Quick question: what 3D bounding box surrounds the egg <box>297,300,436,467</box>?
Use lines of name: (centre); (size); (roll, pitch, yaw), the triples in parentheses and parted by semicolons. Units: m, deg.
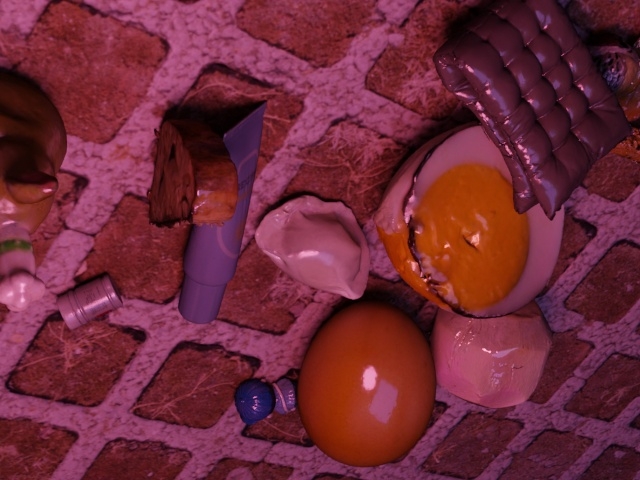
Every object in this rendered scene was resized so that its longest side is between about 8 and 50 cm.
egg: (0.085, 0.256, 2.034); (0.250, 0.250, 0.322); (-5, 121, -23)

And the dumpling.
dumpling: (0.000, 0.000, 1.871); (0.229, 0.124, 0.151); (28, 74, -32)

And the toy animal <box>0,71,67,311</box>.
toy animal: (-0.417, -0.082, 1.431); (0.180, 0.363, 0.181); (11, 120, -16)

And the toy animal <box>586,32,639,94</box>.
toy animal: (0.460, -0.278, 1.864); (0.137, 0.098, 0.098); (-47, 136, -9)

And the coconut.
coconut: (0.308, 0.206, 2.127); (0.227, 0.227, 0.230); (1, 117, -27)

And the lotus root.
lotus root: (-0.195, -0.092, 1.647); (0.074, 0.261, 0.170); (-5, 98, -24)

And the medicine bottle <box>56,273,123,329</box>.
medicine bottle: (-0.367, 0.098, 1.802); (0.091, 0.058, 0.058); (-25, 135, -5)

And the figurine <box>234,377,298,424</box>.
figurine: (-0.089, 0.297, 2.107); (0.149, 0.087, 0.086); (-4, 92, -25)

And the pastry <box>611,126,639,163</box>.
pastry: (0.550, -0.175, 2.021); (0.140, 0.080, 0.056); (15, 79, -40)

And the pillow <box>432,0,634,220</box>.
pillow: (0.332, -0.221, 1.751); (0.228, 0.101, 0.326); (-44, 116, -19)

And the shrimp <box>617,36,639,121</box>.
shrimp: (0.556, -0.291, 1.935); (0.115, 0.051, 0.217); (-2, 130, -30)

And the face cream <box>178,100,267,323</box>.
face cream: (-0.156, -0.032, 1.773); (0.135, 0.086, 0.385); (-48, 160, -52)

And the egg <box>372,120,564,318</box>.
egg: (0.226, -0.041, 1.879); (0.337, 0.201, 0.337); (-6, 102, -30)
